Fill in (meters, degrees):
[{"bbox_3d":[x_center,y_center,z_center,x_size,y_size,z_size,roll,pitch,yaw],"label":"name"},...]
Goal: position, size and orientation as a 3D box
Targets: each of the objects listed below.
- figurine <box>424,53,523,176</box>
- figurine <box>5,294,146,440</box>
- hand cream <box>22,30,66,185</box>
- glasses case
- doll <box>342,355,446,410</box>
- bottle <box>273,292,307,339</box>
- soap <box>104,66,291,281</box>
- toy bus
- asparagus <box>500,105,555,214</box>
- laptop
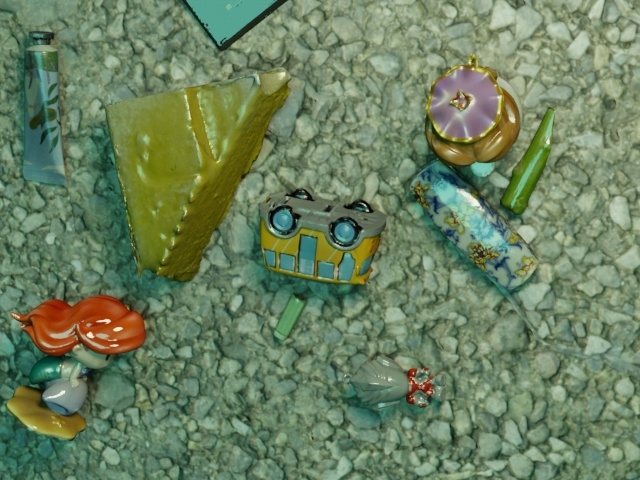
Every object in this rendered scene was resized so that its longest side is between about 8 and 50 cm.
[{"bbox_3d":[0.232,-0.189,1.622,0.142,0.263,0.189,-12,95,17],"label":"figurine"},{"bbox_3d":[-0.449,0.202,1.912,0.208,0.181,0.257,36,101,35],"label":"figurine"},{"bbox_3d":[-0.493,-0.234,1.904,0.091,0.058,0.271,8,107,15],"label":"hand cream"},{"bbox_3d":[0.250,-0.026,1.750,0.087,0.065,0.248,-43,89,15],"label":"glasses case"},{"bbox_3d":[0.126,0.246,1.830,0.180,0.079,0.094,5,86,0],"label":"doll"},{"bbox_3d":[-0.054,0.134,1.872,0.030,0.030,0.083,29,106,7],"label":"bottle"},{"bbox_3d":[-0.175,-0.095,1.791,0.304,0.169,0.339,-7,99,25],"label":"soap"},{"bbox_3d":[0.000,0.000,1.789,0.209,0.126,0.136,10,111,11],"label":"toy bus"},{"bbox_3d":[0.344,-0.128,1.724,0.045,0.041,0.178,36,108,38],"label":"asparagus"},{"bbox_3d":[-0.133,-0.427,1.798,0.197,0.016,0.135,-36,91,17],"label":"laptop"}]
